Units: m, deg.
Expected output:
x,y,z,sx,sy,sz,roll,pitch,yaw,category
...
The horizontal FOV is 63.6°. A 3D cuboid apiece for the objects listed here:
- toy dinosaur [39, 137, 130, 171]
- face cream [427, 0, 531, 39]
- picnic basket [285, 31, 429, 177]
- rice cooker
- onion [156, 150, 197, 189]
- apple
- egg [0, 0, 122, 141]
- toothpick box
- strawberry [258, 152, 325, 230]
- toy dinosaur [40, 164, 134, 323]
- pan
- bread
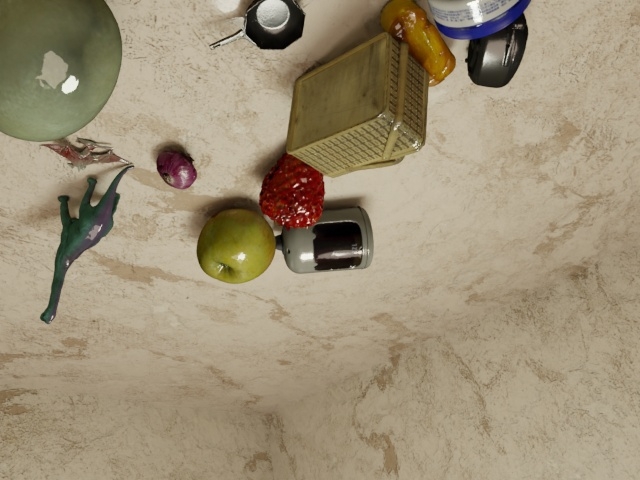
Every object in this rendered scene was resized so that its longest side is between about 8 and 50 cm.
x,y,z,sx,sy,sz,roll,pitch,yaw,category
-0.604,-0.219,1.331,0.220,0.032,0.108,6,140,-43,toy dinosaur
0.315,-0.519,1.040,0.205,0.206,0.111,-25,140,18,face cream
0.093,-0.296,1.201,0.312,0.228,0.175,-13,153,42,picnic basket
0.417,-0.459,1.226,0.118,0.142,0.203,0,143,2,rice cooker
-0.384,-0.195,1.393,0.104,0.115,0.115,-49,162,-30,onion
-0.266,0.022,1.629,0.260,0.194,0.261,9,140,8,apple
-0.524,-0.337,0.977,0.258,0.259,0.352,18,131,-38,egg
0.000,0.000,1.722,0.316,0.229,0.229,-5,146,-9,toothpick box
-0.068,-0.163,1.466,0.205,0.205,0.245,6,125,-27,strawberry
-0.630,0.014,1.396,0.383,0.331,0.129,-29,146,26,toy dinosaur
-0.136,-0.472,1.097,0.201,0.048,0.128,-4,145,-16,pan
0.233,-0.459,1.208,0.102,0.094,0.245,-34,141,20,bread
